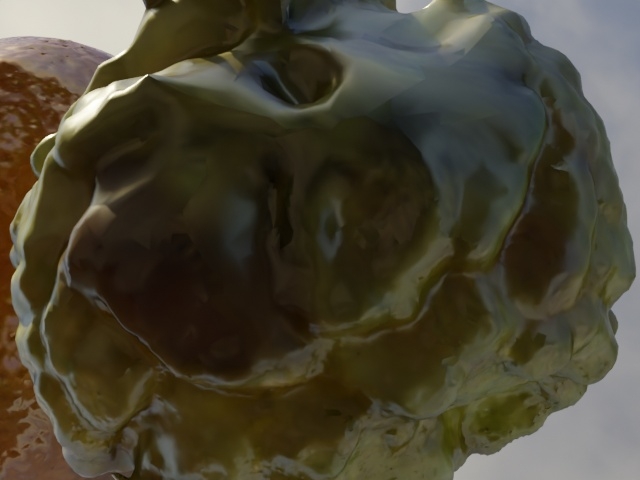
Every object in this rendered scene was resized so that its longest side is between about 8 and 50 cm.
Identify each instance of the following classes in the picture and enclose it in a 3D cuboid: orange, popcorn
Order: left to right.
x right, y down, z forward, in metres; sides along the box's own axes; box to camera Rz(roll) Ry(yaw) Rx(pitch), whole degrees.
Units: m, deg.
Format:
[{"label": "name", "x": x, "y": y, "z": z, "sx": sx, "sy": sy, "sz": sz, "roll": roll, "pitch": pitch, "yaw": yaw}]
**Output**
[{"label": "orange", "x": -0.127, "y": 0.022, "z": 0.746, "sx": 0.171, "sy": 0.240, "sz": 0.240, "roll": 1, "pitch": -103, "yaw": 6}, {"label": "popcorn", "x": -0.002, "y": 0.001, "z": 0.538, "sx": 0.218, "sy": 0.169, "sz": 0.189, "roll": -26, "pitch": -120, "yaw": -15}]
